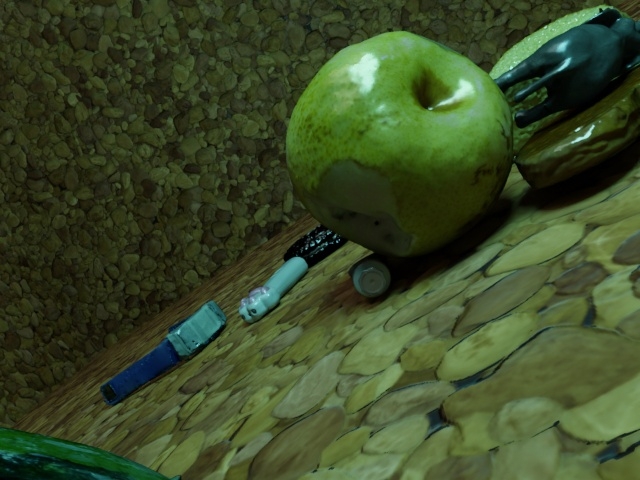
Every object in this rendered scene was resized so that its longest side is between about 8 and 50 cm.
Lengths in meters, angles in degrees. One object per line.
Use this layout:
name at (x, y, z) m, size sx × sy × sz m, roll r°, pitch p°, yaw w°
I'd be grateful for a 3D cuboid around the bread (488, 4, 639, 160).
bread at (0.337, -0.238, 0.773) m, size 0.260 × 0.129 × 0.134 m, roll -36°, pitch 22°, yaw 18°

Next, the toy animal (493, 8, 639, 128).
toy animal at (0.319, -0.217, 0.633) m, size 0.269 × 0.082 × 0.137 m, roll -31°, pitch 4°, yaw -31°

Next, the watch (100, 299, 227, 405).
watch at (-0.306, 0.218, 1.131) m, size 0.274 × 0.068 × 0.276 m, roll -37°, pitch 6°, yaw 24°

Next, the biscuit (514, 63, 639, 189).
biscuit at (0.338, -0.145, 0.526) m, size 0.277 × 0.052 × 0.262 m, roll -32°, pitch 4°, yaw 34°

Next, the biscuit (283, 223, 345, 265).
biscuit at (0.000, 0.000, 1.158) m, size 0.194 × 0.053 × 0.194 m, roll -34°, pitch 7°, yaw 5°

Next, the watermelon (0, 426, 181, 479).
watermelon at (-0.258, 0.232, 0.360) m, size 0.302 × 0.151 × 0.264 m, roll -37°, pitch 8°, yaw -24°

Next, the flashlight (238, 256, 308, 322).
flashlight at (-0.087, 0.087, 0.998) m, size 0.093 × 0.047 × 0.200 m, roll -30°, pitch 9°, yaw 37°

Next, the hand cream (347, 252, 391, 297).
hand cream at (0.062, 0.039, 0.672) m, size 0.067 × 0.043 × 0.209 m, roll -32°, pitch 2°, yaw 6°

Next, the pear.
pear at (0.087, -0.100, 0.619) m, size 0.271 × 0.271 × 0.271 m, roll -34°, pitch 7°, yaw 5°
